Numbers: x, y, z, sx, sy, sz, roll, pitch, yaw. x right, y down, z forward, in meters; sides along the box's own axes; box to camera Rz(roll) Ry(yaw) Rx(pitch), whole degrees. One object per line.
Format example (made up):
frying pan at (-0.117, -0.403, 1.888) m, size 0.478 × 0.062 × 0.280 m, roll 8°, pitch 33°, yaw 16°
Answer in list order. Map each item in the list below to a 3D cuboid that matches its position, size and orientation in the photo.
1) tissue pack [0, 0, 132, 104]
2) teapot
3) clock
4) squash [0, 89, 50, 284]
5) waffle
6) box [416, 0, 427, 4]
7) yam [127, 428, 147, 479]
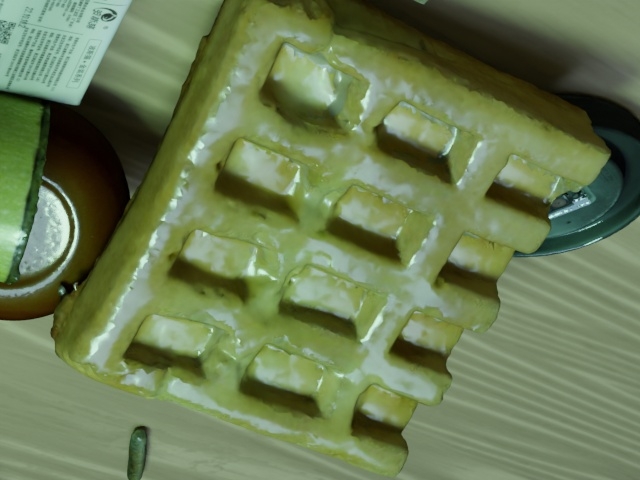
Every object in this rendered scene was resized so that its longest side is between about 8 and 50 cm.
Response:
tissue pack at (-0.177, -0.171, 0.934) m, size 0.106 × 0.099 × 0.148 m, roll 10°, pitch 145°, yaw -24°
teapot at (-0.253, -0.040, 1.122) m, size 0.252 × 0.135 × 0.178 m, roll 30°, pitch 101°, yaw -20°
clock at (0.182, -0.052, 1.211) m, size 0.185 × 0.040 × 0.184 m, roll -3°, pitch 146°, yaw -2°
squash at (-0.309, -0.055, 0.966) m, size 0.247 × 0.132 × 0.132 m, roll 11°, pitch 145°, yaw -14°
waffle at (0.000, -0.001, 1.086) m, size 0.304 × 0.077 × 0.348 m, roll 21°, pitch 110°, yaw -23°
box at (0.059, -0.200, 0.971) m, size 0.079 × 0.035 × 0.083 m, roll 19°, pitch 142°, yaw -31°
yam at (-0.204, 0.240, 1.650) m, size 0.021 × 0.021 × 0.116 m, roll 3°, pitch 147°, yaw -10°
